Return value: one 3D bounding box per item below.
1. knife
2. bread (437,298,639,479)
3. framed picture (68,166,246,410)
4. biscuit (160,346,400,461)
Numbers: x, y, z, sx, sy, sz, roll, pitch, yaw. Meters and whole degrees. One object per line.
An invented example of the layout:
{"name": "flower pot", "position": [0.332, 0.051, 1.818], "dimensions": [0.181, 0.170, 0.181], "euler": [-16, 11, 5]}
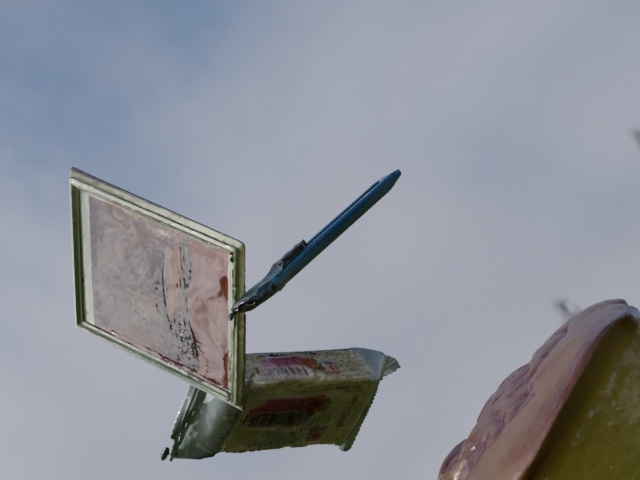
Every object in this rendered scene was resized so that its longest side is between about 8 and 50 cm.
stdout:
{"name": "knife", "position": [-0.002, -0.002, 1.770], "dimensions": [0.296, 0.026, 0.044], "euler": [-42, 4, -42]}
{"name": "bread", "position": [0.157, 0.159, 1.077], "dimensions": [0.270, 0.148, 0.270], "euler": [-58, -5, -8]}
{"name": "framed picture", "position": [-0.188, 0.054, 1.872], "dimensions": [0.016, 0.273, 0.216], "euler": [-28, -51, -44]}
{"name": "biscuit", "position": [-0.056, 0.217, 2.233], "dimensions": [0.309, 0.079, 0.186], "euler": [2, -54, -39]}
